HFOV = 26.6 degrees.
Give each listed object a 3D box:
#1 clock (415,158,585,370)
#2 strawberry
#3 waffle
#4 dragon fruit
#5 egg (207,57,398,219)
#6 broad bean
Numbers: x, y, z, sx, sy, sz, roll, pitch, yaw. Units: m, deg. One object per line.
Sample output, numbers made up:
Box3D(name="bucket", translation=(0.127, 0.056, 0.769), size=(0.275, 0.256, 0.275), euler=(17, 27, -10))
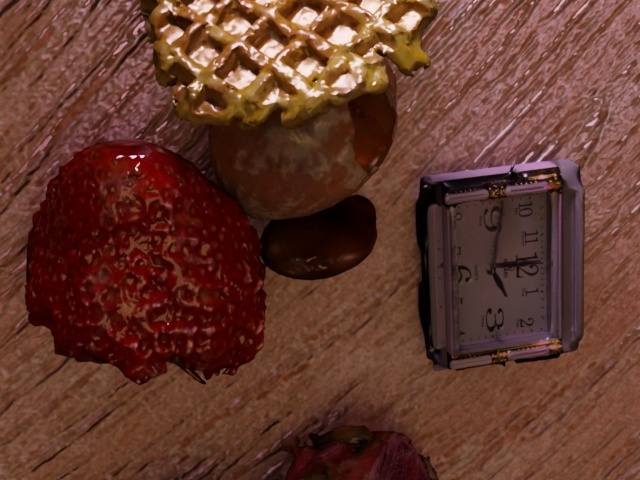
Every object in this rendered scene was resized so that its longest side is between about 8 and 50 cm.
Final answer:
Box3D(name="clock", translation=(0.212, 0.025, 1.601), size=(0.186, 0.083, 0.253), euler=(-7, 111, -11))
Box3D(name="strawberry", translation=(-0.180, 0.024, 1.434), size=(0.261, 0.261, 0.258), euler=(5, 93, -14))
Box3D(name="waffle", translation=(-0.034, -0.242, 1.356), size=(0.302, 0.325, 0.068), euler=(-10, 144, 6))
Box3D(name="dragon fruit", translation=(0.029, 0.325, 1.603), size=(0.147, 0.282, 0.211), euler=(-6, 103, 29))
Box3D(name="egg", translation=(-0.020, -0.125, 1.439), size=(0.195, 0.195, 0.233), euler=(33, 97, -21))
Box3D(name="broad bean", translation=(0.000, 0.000, 1.513), size=(0.114, 0.165, 0.084), euler=(3, 107, 23))
